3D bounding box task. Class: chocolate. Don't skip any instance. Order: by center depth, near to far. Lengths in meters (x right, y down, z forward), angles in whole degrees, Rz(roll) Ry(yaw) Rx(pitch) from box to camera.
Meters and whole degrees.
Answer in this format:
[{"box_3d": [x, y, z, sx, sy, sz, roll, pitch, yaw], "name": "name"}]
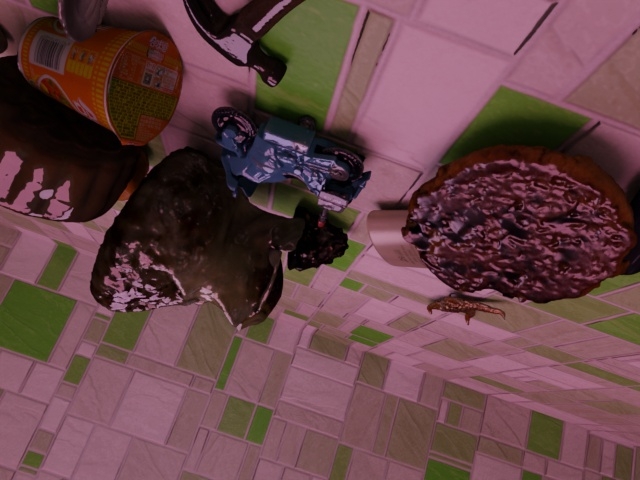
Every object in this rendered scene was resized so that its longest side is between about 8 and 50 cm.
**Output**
[{"box_3d": [0.000, 0.000, 1.135, 0.133, 0.156, 0.156, 6, 162, -11], "name": "chocolate"}]

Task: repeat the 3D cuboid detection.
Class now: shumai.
[{"box_3d": [-0.226, 0.034, 1.014, 0.348, 0.394, 0.395, 35, 157, -11], "name": "shumai"}]

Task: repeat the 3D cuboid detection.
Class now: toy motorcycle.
[{"box_3d": [-0.056, -0.126, 0.852, 0.273, 0.123, 0.182, 20, 150, -1], "name": "toy motorcycle"}]

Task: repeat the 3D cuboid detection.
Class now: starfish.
[{"box_3d": [0.385, 0.185, 1.373, 0.138, 0.050, 0.247, 20, 167, -4], "name": "starfish"}]

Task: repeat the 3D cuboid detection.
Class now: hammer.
[{"box_3d": [0.008, -0.281, 0.503, 0.168, 0.044, 0.440, 30, 156, -33], "name": "hammer"}]

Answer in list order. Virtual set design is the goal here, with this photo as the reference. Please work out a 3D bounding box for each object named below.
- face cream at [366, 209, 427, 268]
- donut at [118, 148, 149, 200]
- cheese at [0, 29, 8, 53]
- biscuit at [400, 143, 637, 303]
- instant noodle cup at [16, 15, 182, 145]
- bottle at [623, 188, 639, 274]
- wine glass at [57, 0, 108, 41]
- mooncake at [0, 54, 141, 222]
[{"box_3d": [0.268, 0.003, 0.943, 0.349, 0.081, 0.173, 3, 148, 37], "name": "face cream"}, {"box_3d": [-0.486, -0.178, 1.100, 0.227, 0.113, 0.226, 15, 159, 6], "name": "donut"}, {"box_3d": [-0.582, -0.373, 0.786, 0.097, 0.037, 0.192, 15, 160, 8], "name": "cheese"}, {"box_3d": [0.284, -0.019, 0.754, 0.289, 0.081, 0.334, 42, 146, -16], "name": "biscuit"}, {"box_3d": [-0.329, -0.247, 0.742, 0.185, 0.168, 0.168, 22, 161, 15], "name": "instant noodle cup"}, {"box_3d": [0.466, -0.028, 0.713, 0.072, 0.082, 0.244, -29, 154, -1], "name": "bottle"}, {"box_3d": [-0.387, -0.335, 0.593, 0.242, 0.126, 0.126, 21, 160, -5], "name": "wine glass"}, {"box_3d": [-0.450, -0.171, 0.841, 0.291, 0.290, 0.161, 30, 116, -27], "name": "mooncake"}]
